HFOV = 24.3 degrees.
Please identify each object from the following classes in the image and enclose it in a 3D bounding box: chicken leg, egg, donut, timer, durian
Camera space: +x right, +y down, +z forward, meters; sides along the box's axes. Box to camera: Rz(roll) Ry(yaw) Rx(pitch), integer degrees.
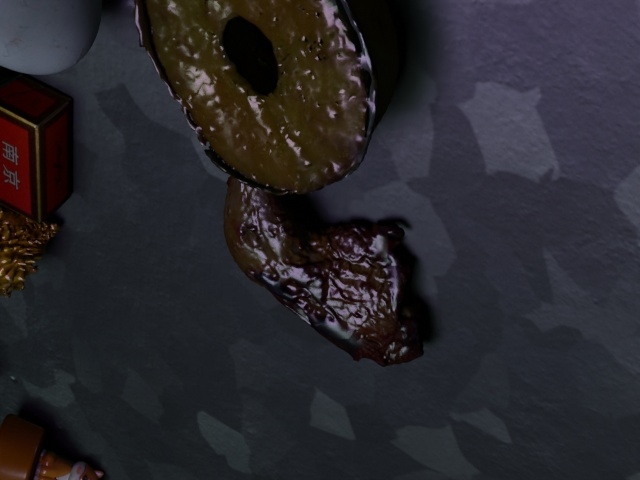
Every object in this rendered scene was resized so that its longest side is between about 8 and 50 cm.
[{"bbox_3d":[-0.009,0.005,1.519,0.322,0.083,0.177,41,131,0],"label":"chicken leg"},{"bbox_3d":[-0.311,-0.277,1.428,0.183,0.183,0.264,-7,126,42],"label":"egg"},{"bbox_3d":[-0.040,-0.184,1.360,0.272,0.107,0.272,19,129,25],"label":"donut"},{"bbox_3d":[-0.379,0.322,2.067,0.152,0.132,0.132,15,137,-3],"label":"timer"},{"bbox_3d":[-0.457,-0.010,1.795,0.249,0.183,0.138,26,95,27],"label":"durian"}]

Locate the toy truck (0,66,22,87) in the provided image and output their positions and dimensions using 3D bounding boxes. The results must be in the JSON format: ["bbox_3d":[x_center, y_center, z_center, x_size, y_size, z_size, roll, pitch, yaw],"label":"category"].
[{"bbox_3d":[-0.395,-0.234,1.621,0.147,0.065,0.079,32,131,13],"label":"toy truck"}]

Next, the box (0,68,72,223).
[{"bbox_3d":[-0.398,-0.137,1.703,0.239,0.074,0.153,26,133,17],"label":"box"}]
